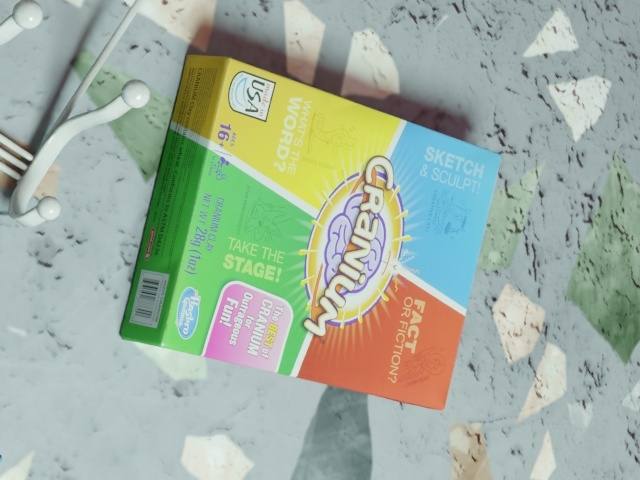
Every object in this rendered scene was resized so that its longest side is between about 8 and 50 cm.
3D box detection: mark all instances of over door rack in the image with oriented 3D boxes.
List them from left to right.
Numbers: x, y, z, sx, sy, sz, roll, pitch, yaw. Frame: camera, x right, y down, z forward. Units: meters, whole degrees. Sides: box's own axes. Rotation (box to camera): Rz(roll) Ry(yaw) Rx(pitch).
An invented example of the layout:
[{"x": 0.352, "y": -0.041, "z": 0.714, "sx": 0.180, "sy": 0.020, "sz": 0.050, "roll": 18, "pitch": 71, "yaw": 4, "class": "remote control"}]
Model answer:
[{"x": -0.217, "y": -0.204, "z": 1.363, "sx": 0.239, "sy": 0.108, "sz": 0.324, "roll": 36, "pitch": 73, "yaw": -36, "class": "over door rack"}]

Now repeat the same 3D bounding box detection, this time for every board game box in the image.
[{"x": 0.000, "y": 0.000, "z": 1.583, "sx": 0.316, "sy": 0.064, "sz": 0.242, "roll": 15, "pitch": 85, "yaw": -38, "class": "board game box"}]

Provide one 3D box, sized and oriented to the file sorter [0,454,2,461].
[{"x": -0.296, "y": 0.160, "z": 1.341, "sx": 0.118, "sy": 0.104, "sz": 0.170, "roll": -9, "pitch": 100, "yaw": -38, "class": "file sorter"}]
